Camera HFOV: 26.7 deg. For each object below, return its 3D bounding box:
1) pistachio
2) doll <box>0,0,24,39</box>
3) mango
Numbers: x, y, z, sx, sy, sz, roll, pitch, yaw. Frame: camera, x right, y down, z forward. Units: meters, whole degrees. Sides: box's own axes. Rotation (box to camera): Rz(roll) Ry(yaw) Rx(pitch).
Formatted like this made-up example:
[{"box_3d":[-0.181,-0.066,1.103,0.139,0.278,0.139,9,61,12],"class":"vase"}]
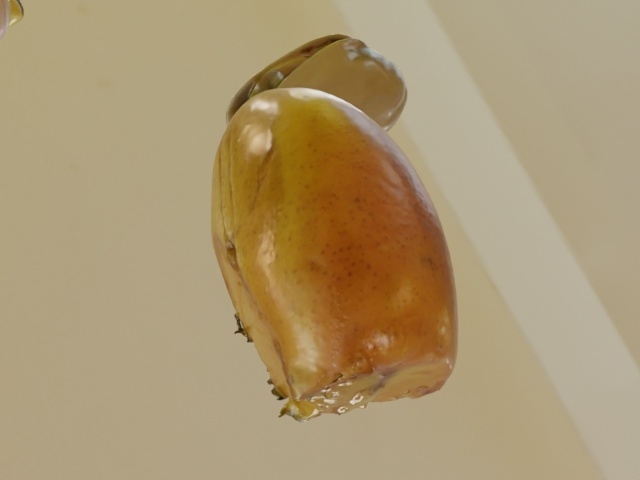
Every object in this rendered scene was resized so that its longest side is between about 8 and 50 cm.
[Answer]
[{"box_3d":[0.002,-0.150,1.508,0.215,0.144,0.144,-25,-99,-27],"class":"pistachio"},{"box_3d":[-0.332,-0.185,1.133,0.207,0.081,0.129,-35,-80,-49],"class":"doll"},{"box_3d":[0.000,0.000,0.824,0.126,0.154,0.252,-6,-134,-20],"class":"mango"}]
